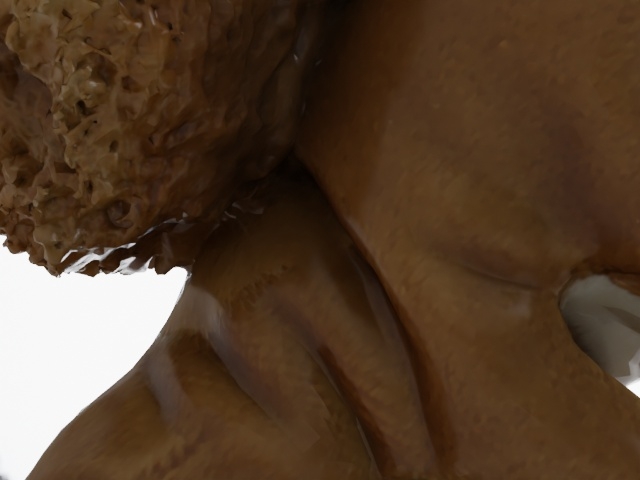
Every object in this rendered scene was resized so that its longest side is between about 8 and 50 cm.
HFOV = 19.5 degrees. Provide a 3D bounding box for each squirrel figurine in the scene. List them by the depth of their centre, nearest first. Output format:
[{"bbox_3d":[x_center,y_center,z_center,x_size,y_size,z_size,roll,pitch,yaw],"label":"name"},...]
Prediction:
[{"bbox_3d":[0.000,0.000,0.723,0.397,0.370,0.281,51,3,-3],"label":"squirrel figurine"}]
